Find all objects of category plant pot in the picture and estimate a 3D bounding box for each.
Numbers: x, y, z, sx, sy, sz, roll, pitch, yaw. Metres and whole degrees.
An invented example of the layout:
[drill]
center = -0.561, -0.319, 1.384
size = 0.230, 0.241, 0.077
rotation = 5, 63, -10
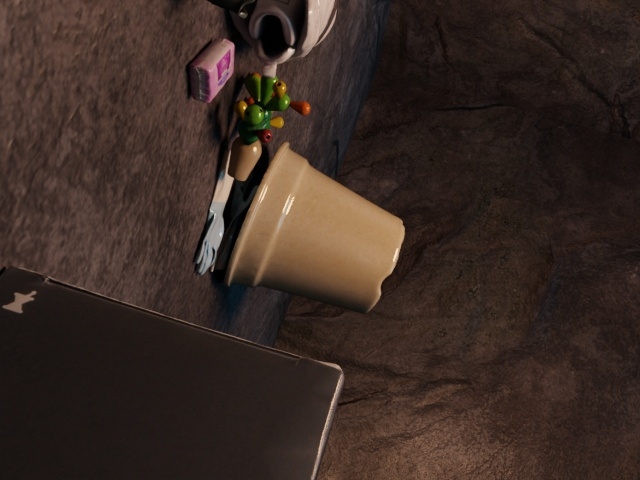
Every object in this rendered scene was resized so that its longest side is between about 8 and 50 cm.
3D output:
[plant pot]
center = 0.000, 0.000, 1.143
size = 0.334, 0.306, 0.333
rotation = -158, -90, -87

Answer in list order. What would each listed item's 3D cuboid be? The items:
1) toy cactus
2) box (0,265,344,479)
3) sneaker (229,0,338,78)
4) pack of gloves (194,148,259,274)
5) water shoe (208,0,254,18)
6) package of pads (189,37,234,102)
[toy cactus]
center = -0.099, -0.184, 0.874
size = 0.219, 0.112, 0.180
rotation = -110, -139, -65
[box]
center = -0.171, 0.259, 0.494
size = 0.211, 0.294, 0.395
rotation = -68, 173, -45
[sneaker]
center = -0.026, -0.407, 0.729
size = 0.210, 0.138, 0.365
rotation = -70, 177, -45
[pack of gloves]
center = -0.163, -0.044, 0.994
size = 0.195, 0.046, 0.231
rotation = -30, 137, -84
[water shoe]
center = -0.080, -0.335, 0.615
size = 0.073, 0.080, 0.203
rotation = -28, -145, 57
[package of pads]
center = -0.141, -0.223, 0.694
size = 0.050, 0.032, 0.083
rotation = 104, 6, -48
